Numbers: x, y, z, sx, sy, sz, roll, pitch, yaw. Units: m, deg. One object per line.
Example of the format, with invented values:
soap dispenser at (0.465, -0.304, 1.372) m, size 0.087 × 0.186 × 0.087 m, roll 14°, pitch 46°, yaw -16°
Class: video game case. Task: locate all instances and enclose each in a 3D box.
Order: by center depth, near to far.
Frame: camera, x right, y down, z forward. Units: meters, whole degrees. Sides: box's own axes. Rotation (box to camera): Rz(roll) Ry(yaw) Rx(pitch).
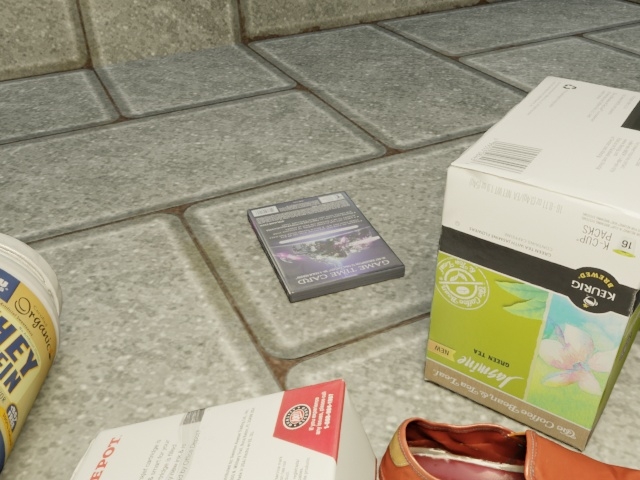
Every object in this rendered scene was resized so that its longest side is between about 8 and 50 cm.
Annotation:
video game case at (0.000, 0.000, 1.124) m, size 0.196 × 0.026 × 0.274 m, roll -12°, pitch 35°, yaw -15°

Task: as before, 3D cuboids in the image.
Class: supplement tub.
supplement tub at (-0.434, 0.142, 0.729) m, size 0.228 × 0.228 × 0.316 m, roll -3°, pitch 29°, yaw -2°

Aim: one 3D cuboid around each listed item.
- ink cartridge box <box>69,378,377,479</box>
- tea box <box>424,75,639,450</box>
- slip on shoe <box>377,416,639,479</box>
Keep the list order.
ink cartridge box at (-0.097, 0.251, 0.576) m, size 0.273 × 0.114 × 0.197 m, roll -14°, pitch 25°, yaw 14°
tea box at (0.308, 0.010, 0.815) m, size 0.220 × 0.323 × 0.329 m, roll 20°, pitch 38°, yaw 29°
slip on shoe at (0.223, 0.250, 0.656) m, size 0.331 × 0.101 × 0.123 m, roll 8°, pitch 32°, yaw 12°
